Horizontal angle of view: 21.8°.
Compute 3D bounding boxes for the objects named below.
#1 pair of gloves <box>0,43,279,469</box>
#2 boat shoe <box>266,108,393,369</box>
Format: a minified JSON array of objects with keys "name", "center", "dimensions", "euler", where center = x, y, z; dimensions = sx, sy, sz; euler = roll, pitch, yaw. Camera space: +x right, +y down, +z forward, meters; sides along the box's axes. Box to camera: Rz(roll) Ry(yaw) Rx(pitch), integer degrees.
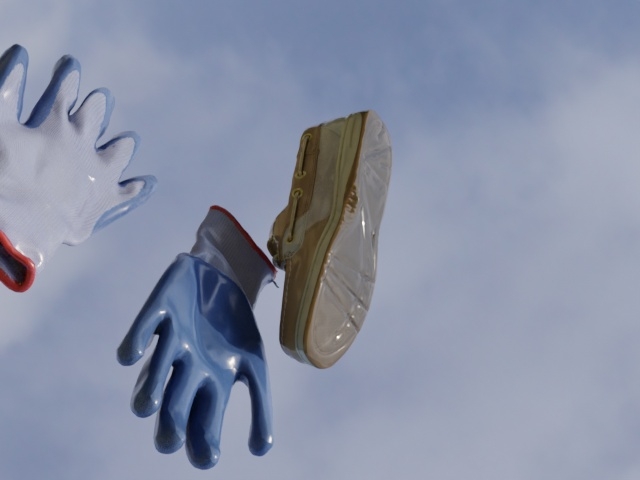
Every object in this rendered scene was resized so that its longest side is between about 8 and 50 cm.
[{"name":"pair of gloves","center":[-0.082,0.008,0.718],"dimensions":[0.023,0.198,0.159],"euler":[-31,-160,27]},{"name":"boat shoe","center":[0.000,0.000,0.789],"dimensions":[0.045,0.050,0.135],"euler":[-3,-126,29]}]
